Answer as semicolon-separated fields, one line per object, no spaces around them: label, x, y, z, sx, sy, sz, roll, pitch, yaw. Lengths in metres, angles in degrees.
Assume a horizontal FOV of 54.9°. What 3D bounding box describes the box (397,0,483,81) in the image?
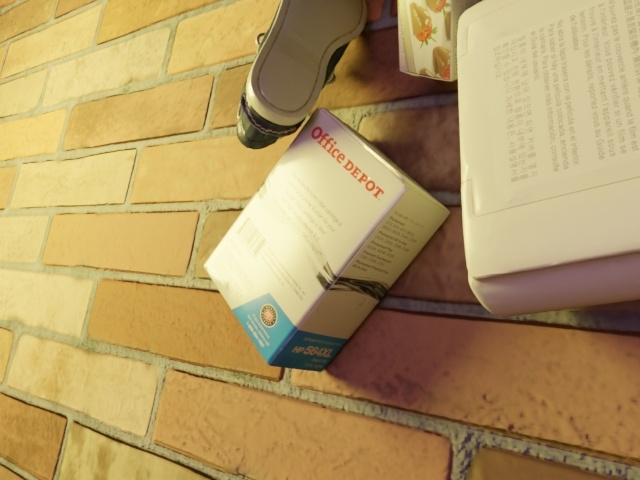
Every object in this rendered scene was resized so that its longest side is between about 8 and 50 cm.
box;0.100;-0.294;0.488;0.063;0.067;0.324;26;135;41

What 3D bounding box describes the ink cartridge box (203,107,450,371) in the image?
ink cartridge box;0.000;0.000;0.589;0.203;0.086;0.148;-52;50;14

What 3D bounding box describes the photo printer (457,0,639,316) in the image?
photo printer;0.245;-0.094;0.394;0.308;0.107;0.256;-15;61;36

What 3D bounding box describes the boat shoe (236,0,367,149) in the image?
boat shoe;-0.019;-0.196;0.644;0.079;0.095;0.254;-39;28;52
